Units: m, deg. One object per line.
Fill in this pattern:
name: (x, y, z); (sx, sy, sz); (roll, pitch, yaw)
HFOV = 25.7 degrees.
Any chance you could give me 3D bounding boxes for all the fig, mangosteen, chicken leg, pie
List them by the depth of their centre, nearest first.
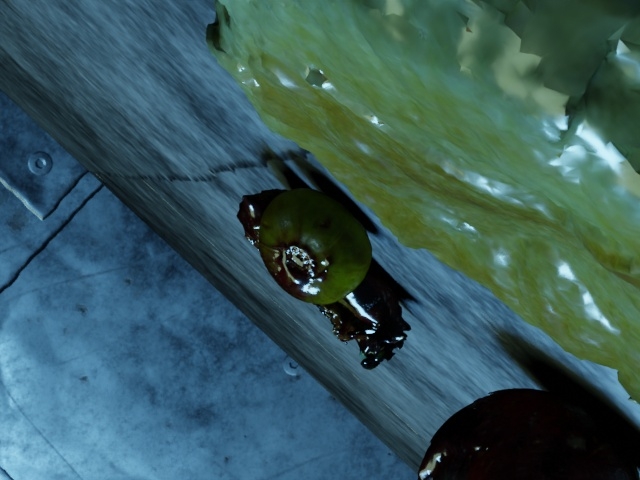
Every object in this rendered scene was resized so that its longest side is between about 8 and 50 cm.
pie: (0.078, -0.023, 0.460); (0.306, 0.071, 0.306); (38, 174, 5)
mangosteen: (0.157, 0.187, 0.966); (0.180, 0.166, 0.166); (18, -175, -29)
fig: (0.000, 0.000, 1.020); (0.084, 0.082, 0.098); (24, -154, 10)
chicken leg: (0.003, 0.025, 1.127); (0.234, 0.063, 0.105); (46, 171, -27)
